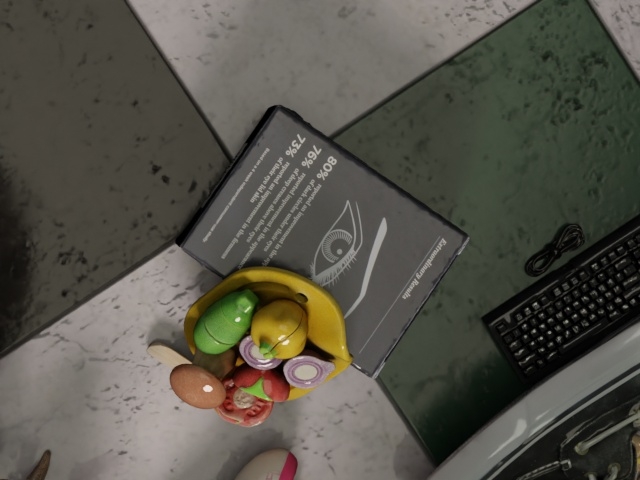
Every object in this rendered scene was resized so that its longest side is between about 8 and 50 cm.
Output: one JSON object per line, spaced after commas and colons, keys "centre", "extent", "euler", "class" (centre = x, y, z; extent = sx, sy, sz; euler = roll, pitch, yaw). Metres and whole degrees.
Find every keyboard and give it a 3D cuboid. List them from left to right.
{"centre": [0.236, 0.044, 1.437], "extent": [0.180, 0.023, 0.108], "euler": [-33, 95, -4], "class": "keyboard"}

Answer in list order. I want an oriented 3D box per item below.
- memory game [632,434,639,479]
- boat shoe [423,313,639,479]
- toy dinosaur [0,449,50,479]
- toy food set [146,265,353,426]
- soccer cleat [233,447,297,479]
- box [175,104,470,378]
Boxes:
{"centre": [0.356, 0.169, 1.459], "extent": [0.186, 0.012, 0.186], "euler": [0, 92, -6], "class": "memory game"}
{"centre": [0.243, 0.164, 1.383], "extent": [0.335, 0.121, 0.119], "euler": [-34, 83, -2], "class": "boat shoe"}
{"centre": [-0.238, 0.322, 1.313], "extent": [0.127, 0.295, 0.200], "euler": [-1, 131, -32], "class": "toy dinosaur"}
{"centre": [-0.065, 0.108, 1.321], "extent": [0.128, 0.218, 0.071], "euler": [39, 48, -12], "class": "toy food set"}
{"centre": [-0.127, 0.324, 1.369], "extent": [0.143, 0.116, 0.331], "euler": [22, 88, 3], "class": "soccer cleat"}
{"centre": [0.000, 0.000, 1.368], "extent": [0.207, 0.108, 0.153], "euler": [36, 89, -7], "class": "box"}
